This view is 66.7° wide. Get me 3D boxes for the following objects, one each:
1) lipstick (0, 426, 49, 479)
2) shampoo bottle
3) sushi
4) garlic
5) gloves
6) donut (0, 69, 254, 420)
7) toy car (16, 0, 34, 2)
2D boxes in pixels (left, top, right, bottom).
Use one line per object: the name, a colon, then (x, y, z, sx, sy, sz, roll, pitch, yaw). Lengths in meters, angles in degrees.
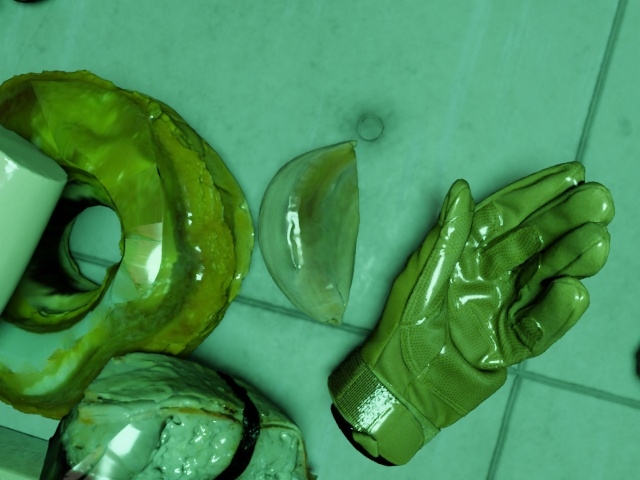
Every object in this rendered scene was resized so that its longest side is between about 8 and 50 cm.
lipstick: (-0.289, 0.274, 0.517, 0.372, 0.076, 0.079, 17, 90, 2)
shampoo bottle: (-0.296, 0.033, 0.363, 0.127, 0.078, 0.256, 40, 94, 6)
sushi: (-0.093, 0.171, 0.443, 0.273, 0.134, 0.109, 20, 86, -31)
garlic: (-0.013, -0.008, 0.498, 0.102, 0.087, 0.195, 1, 89, -10)
gloves: (0.138, 0.067, 0.466, 0.154, 0.141, 0.331, 43, 104, 26)
donut: (-0.225, 0.008, 0.467, 0.330, 0.160, 0.329, 0, 96, -3)
toy car: (-0.357, -0.408, 0.429, 0.340, 0.271, 0.240, -47, 71, 3)
